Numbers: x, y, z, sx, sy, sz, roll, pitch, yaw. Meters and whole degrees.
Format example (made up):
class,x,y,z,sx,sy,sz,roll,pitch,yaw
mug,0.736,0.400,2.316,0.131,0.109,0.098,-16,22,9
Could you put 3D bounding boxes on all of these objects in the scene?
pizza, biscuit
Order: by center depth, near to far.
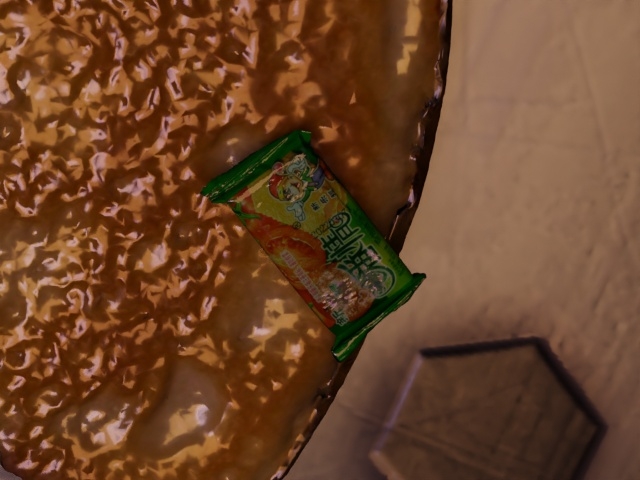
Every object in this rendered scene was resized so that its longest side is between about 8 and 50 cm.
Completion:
class,x,y,z,sx,sy,sz,roll,pitch,yaw
biscuit,0.000,0.000,0.645,0.046,0.016,0.089,-38,111,0
pizza,-0.074,-0.029,0.671,0.223,0.089,0.323,15,102,-13
